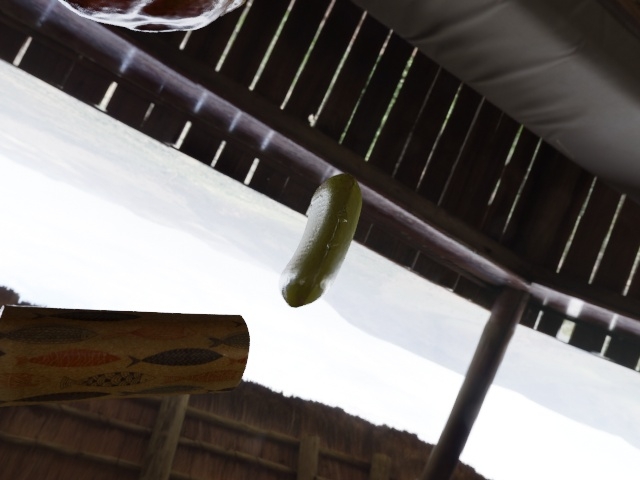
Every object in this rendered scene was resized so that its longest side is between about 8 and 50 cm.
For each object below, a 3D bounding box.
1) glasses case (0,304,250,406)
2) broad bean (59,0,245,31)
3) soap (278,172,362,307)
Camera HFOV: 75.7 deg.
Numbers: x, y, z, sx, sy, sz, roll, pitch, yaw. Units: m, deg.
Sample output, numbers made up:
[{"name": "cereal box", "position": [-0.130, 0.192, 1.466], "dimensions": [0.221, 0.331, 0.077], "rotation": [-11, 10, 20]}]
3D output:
[{"name": "glasses case", "position": [-0.141, 0.089, 0.310], "dimensions": [0.170, 0.064, 0.041], "rotation": [9, -166, -32]}, {"name": "broad bean", "position": [-0.196, -0.313, 0.470], "dimensions": [0.229, 0.122, 0.156], "rotation": [-8, -171, -15]}, {"name": "soap", "position": [0.001, 0.001, 0.400], "dimensions": [0.045, 0.140, 0.089], "rotation": [26, 165, -17]}]
